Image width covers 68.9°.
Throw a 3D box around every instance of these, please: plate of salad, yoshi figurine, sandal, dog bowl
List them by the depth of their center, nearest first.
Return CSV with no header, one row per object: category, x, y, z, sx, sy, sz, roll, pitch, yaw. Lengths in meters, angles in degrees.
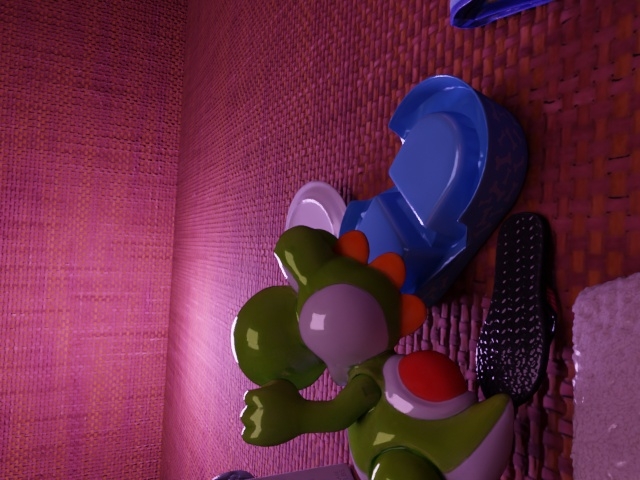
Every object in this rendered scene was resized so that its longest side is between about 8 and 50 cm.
sandal,0.184,0.062,0.419,0.067,0.040,0.179,-9,64,58
yoshi figurine,0.031,0.161,0.449,0.362,0.203,0.203,60,165,23
dog bowl,0.113,-0.032,0.525,0.297,0.074,0.165,-64,34,36
plate of salad,0.000,0.000,0.777,0.200,0.048,0.199,8,100,55

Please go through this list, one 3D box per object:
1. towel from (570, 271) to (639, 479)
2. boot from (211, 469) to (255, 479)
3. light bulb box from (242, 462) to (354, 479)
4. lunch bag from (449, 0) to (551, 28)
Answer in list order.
towel,0.213,0.128,0.235,0.187,0.049,0.282,-38,32,56
boot,-0.187,0.783,0.972,0.367,0.146,0.444,-103,13,-66
light bulb box,-0.093,0.505,0.547,0.357,0.362,0.225,57,136,50
lunch bag,0.186,-0.321,0.377,0.293,0.138,0.220,-152,66,-71
